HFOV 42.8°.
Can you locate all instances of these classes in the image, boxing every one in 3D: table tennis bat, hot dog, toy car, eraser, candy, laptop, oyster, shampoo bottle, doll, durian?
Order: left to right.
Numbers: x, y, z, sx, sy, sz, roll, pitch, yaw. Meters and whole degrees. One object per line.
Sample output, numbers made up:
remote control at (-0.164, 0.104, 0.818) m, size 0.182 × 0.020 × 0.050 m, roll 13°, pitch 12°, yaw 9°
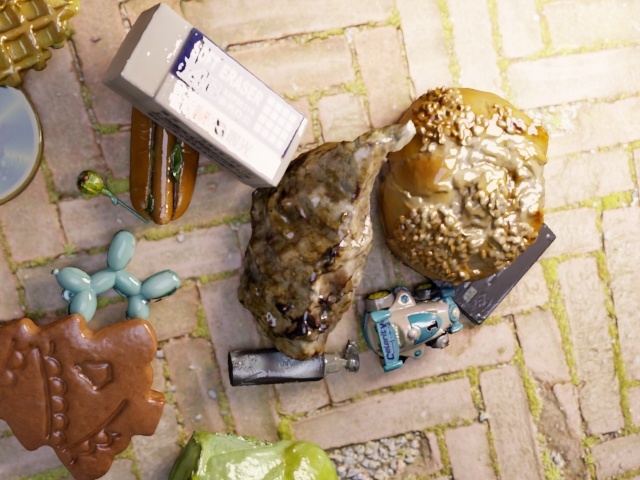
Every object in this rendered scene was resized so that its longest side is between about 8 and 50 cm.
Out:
table tennis bat at (-0.503, -0.198, 1.130) m, size 0.198 × 0.050 × 0.320 m, roll -14°, pitch 103°, yaw -15°
doll at (-0.307, 0.066, 1.198) m, size 0.159 × 0.059 × 0.158 m, roll 38°, pitch 86°, yaw -16°
candy at (-0.305, -0.060, 1.203) m, size 0.123 × 0.035 × 0.035 m, roll 38°, pitch 75°, yaw -25°
hot dog at (-0.225, -0.148, 1.188) m, size 0.100 × 0.068 × 0.249 m, roll 2°, pitch 96°, yaw -13°
eraser at (-0.154, -0.195, 1.145) m, size 0.279 × 0.081 × 0.124 m, roll 35°, pitch 72°, yaw -32°
durian at (-0.122, 0.410, 1.205) m, size 0.340 × 0.204 × 0.255 m, roll 8°, pitch 67°, yaw -16°
shampoo bottle at (-0.040, 0.192, 1.280) m, size 0.208 × 0.057 × 0.063 m, roll -1°, pitch 87°, yaw -16°
oyster at (-0.019, -0.021, 1.212) m, size 0.204 × 0.111 × 0.396 m, roll 21°, pitch 100°, yaw 5°
toy car at (0.151, 0.139, 1.293) m, size 0.162 × 0.098 × 0.126 m, roll -13°, pitch 102°, yaw -2°
laptop at (0.278, 0.018, 1.352) m, size 0.154 × 0.026 × 0.207 m, roll 43°, pitch 86°, yaw -15°

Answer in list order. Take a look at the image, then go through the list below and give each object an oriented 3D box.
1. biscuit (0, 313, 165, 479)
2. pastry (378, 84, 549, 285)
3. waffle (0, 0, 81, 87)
biscuit at (-0.379, 0.213, 1.177) m, size 0.306 × 0.043 × 0.283 m, roll 19°, pitch 108°, yaw -9°
pastry at (0.221, -0.084, 1.246) m, size 0.255 × 0.162 × 0.310 m, roll 5°, pitch 91°, yaw -3°
waffle at (-0.459, -0.338, 1.074) m, size 0.283 × 0.065 × 0.309 m, roll 20°, pitch 81°, yaw -30°
